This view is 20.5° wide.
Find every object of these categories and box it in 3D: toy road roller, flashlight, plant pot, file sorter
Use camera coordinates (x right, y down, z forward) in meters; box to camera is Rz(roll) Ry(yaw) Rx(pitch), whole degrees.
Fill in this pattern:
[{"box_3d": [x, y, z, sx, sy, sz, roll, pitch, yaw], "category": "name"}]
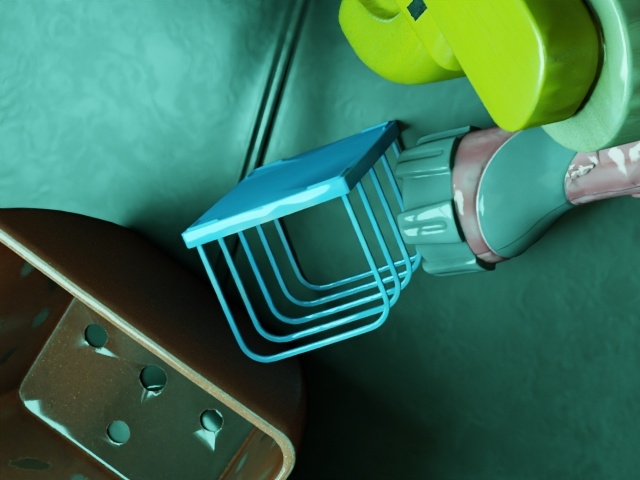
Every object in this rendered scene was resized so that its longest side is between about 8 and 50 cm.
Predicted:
[{"box_3d": [0.131, -0.161, 1.079, 0.329, 0.202, 0.241, 62, 153, 30], "category": "toy road roller"}, {"box_3d": [0.200, -0.043, 1.155, 0.304, 0.103, 0.103, -8, 103, 32], "category": "flashlight"}, {"box_3d": [-0.159, 0.131, 1.259, 0.267, 0.236, 0.267, 35, 109, 4], "category": "plant pot"}, {"box_3d": [0.000, 0.000, 1.221, 0.118, 0.170, 0.104, -18, 101, 18], "category": "file sorter"}]
